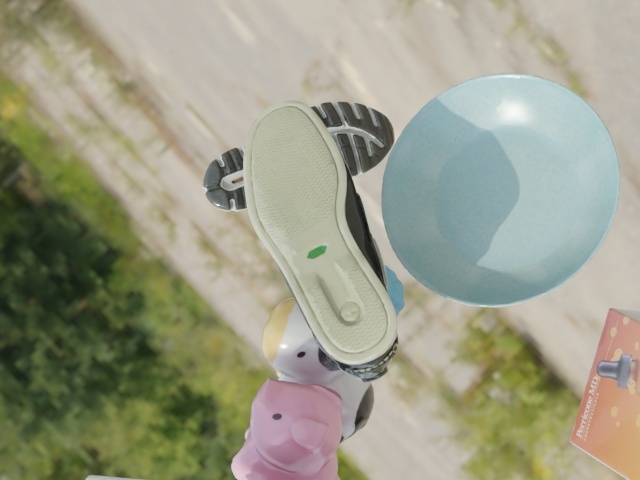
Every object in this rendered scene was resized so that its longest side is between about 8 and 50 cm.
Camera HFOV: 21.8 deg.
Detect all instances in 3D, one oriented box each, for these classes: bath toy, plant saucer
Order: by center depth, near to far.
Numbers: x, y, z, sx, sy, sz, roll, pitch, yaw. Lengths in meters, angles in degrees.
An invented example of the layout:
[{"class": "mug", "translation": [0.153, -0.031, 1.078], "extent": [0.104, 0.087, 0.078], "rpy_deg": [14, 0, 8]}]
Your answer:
[{"class": "plant saucer", "translation": [0.145, -0.037, 1.331], "extent": [0.195, 0.195, 0.037], "rpy_deg": [43, -178, 24]}, {"class": "bath toy", "translation": [-0.012, 0.166, 1.484], "extent": [0.151, 0.129, 0.348], "rpy_deg": [52, -144, -25]}]

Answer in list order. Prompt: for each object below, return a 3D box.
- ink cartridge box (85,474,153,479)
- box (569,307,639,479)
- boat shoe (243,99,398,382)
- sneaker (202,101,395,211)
[{"class": "ink cartridge box", "translation": [-0.096, 0.236, 1.212], "extent": [0.175, 0.072, 0.127], "rpy_deg": [-6, 139, 49]}, {"class": "box", "translation": [0.308, 0.145, 1.396], "extent": [0.091, 0.130, 0.170], "rpy_deg": [9, -169, -30]}, {"class": "boat shoe", "translation": [0.000, 0.000, 1.290], "extent": [0.079, 0.084, 0.233], "rpy_deg": [57, -168, -66]}, {"class": "sneaker", "translation": [-0.025, -0.087, 1.728], "extent": [0.094, 0.208, 0.081], "rpy_deg": [150, 103, -83]}]
